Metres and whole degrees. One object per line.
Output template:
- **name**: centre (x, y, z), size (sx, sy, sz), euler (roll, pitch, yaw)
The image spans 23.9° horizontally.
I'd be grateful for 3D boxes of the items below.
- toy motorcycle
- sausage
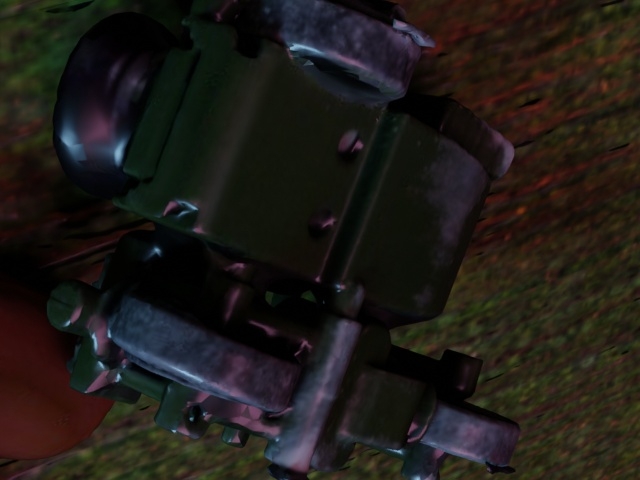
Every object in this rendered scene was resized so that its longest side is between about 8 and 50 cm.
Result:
- **toy motorcycle**: centre (0.000, 0.000, 0.639), size (0.275, 0.127, 0.205), euler (23, 86, -52)
- **sausage**: centre (-0.156, 0.038, 0.603), size (0.077, 0.077, 0.194), euler (-45, 140, 9)
